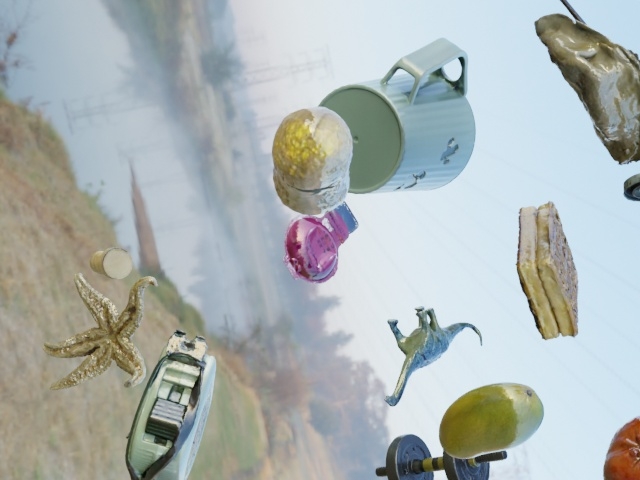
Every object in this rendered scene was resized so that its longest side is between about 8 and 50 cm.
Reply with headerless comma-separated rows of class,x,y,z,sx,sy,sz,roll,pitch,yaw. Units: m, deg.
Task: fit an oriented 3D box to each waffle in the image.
waffle,0.515,0.066,2.004,0.212,0.091,0.308,65,24,-20

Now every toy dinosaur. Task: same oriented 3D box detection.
toy dinosaur,0.220,0.207,1.843,0.363,0.076,0.147,-26,101,-48

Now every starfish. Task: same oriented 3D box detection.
starfish,-0.516,0.237,2.151,0.327,0.375,0.094,34,3,28

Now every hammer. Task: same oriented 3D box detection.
hammer,0.493,-0.461,1.757,0.178,0.021,0.065,47,31,-6

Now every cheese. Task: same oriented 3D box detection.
cheese,0.000,0.000,1.896,0.062,0.244,0.155,-17,-70,46

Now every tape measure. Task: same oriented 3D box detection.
tape measure,-0.247,0.288,1.422,0.235,0.115,0.207,105,4,-54

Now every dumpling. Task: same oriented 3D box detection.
dumpling,0.509,-0.279,1.627,0.332,0.086,0.166,54,-23,-5

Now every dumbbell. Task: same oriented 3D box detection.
dumbbell,0.247,0.468,1.860,0.143,0.325,0.143,23,58,-43

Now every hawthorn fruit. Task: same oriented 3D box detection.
hawthorn fruit,0.706,0.513,1.852,0.211,0.211,0.299,-111,179,-66

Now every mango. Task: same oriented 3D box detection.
mango,0.274,0.298,1.461,0.122,0.191,0.085,48,23,-34

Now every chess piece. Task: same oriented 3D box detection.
chess piece,-0.440,0.045,1.845,0.122,0.066,0.066,3,-73,59

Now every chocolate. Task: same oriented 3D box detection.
chocolate,-0.011,-0.118,1.407,0.309,0.134,0.134,109,-32,-77

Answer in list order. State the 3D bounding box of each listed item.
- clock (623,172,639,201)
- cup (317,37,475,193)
clock,0.508,-0.083,1.364,0.085,0.085,0.017,87,3,-68
cup,0.184,-0.306,2.214,0.392,0.310,0.400,-17,113,-58
